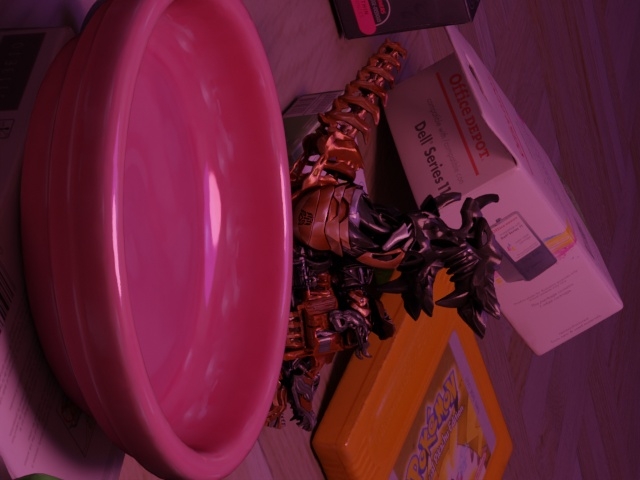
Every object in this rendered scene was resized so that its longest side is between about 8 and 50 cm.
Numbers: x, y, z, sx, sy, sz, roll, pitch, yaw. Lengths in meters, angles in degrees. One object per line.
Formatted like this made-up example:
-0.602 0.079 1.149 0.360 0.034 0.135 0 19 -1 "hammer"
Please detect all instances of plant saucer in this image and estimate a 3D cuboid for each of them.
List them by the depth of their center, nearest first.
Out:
-0.104 -0.010 1.181 0.332 0.084 0.332 -2 90 -72 "plant saucer"

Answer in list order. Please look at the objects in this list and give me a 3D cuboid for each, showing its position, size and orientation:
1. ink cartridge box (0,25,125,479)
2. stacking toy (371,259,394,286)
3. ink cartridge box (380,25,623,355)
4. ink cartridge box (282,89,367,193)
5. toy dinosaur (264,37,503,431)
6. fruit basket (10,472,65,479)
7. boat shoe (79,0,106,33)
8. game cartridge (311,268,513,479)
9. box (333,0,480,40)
-0.179 0.041 1.170 0.239 0.060 0.275 72 23 -47 "ink cartridge box"
0.112 0.083 1.985 0.221 0.052 0.167 -40 124 -65 "stacking toy"
0.179 -0.060 1.956 0.353 0.119 0.207 49 17 -43 "ink cartridge box"
0.000 0.000 1.686 0.171 0.056 0.235 -55 136 -60 "ink cartridge box"
0.030 0.003 1.534 0.164 0.218 0.322 -120 -132 -60 "toy dinosaur"
-0.109 0.332 0.971 0.392 0.283 0.392 -18 90 -75 "fruit basket"
-0.129 -0.102 1.337 0.083 0.065 0.183 -62 149 -60 "boat shoe"
0.105 0.206 1.874 0.285 0.052 0.324 -63 146 -38 "game cartridge"
0.097 -0.348 1.881 0.270 0.143 0.165 -68 146 -50 "box"
